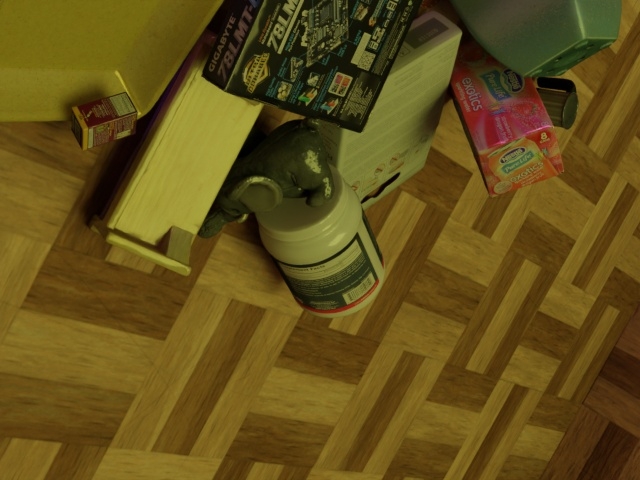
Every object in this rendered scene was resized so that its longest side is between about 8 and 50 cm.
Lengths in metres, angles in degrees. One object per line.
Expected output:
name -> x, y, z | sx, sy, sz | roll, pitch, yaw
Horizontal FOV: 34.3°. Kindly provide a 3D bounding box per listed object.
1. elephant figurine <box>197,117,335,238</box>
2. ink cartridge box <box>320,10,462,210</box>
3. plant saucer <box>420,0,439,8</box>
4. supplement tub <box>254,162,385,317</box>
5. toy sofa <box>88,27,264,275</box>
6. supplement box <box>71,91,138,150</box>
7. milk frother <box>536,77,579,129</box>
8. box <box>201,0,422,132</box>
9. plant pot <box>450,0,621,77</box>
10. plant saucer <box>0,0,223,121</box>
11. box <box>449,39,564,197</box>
elephant figurine -> -0.107, -0.103, 1.723 | 0.239, 0.169, 0.186 | -16, 105, -6
ink cartridge box -> 0.109, -0.221, 2.003 | 0.308, 0.091, 0.385 | -35, 154, -29
plant saucer -> 0.206, -0.480, 1.959 | 0.083, 0.013, 0.083 | -29, 134, -35
supplement tub -> 0.000, 0.000, 1.908 | 0.191, 0.191, 0.272 | -46, 142, -17
toy sofa -> -0.215, -0.144, 1.622 | 0.150, 0.177, 0.362 | 26, 95, -29
supplement box -> -0.305, -0.169, 1.465 | 0.083, 0.043, 0.055 | -21, 158, -24
milk frother -> 0.491, -0.329, 2.290 | 0.143, 0.135, 0.129 | 39, 70, -55
box -> 0.007, -0.325, 1.506 | 0.293, 0.073, 0.295 | 10, 110, -45
plant pot -> 0.414, -0.444, 1.925 | 0.248, 0.252, 0.247 | -31, 167, 39
plant saucer -> -0.306, -0.293, 1.357 | 0.333, 0.081, 0.333 | -9, 150, -47
box -> 0.351, -0.252, 2.026 | 0.154, 0.300, 0.142 | -18, 139, 7
